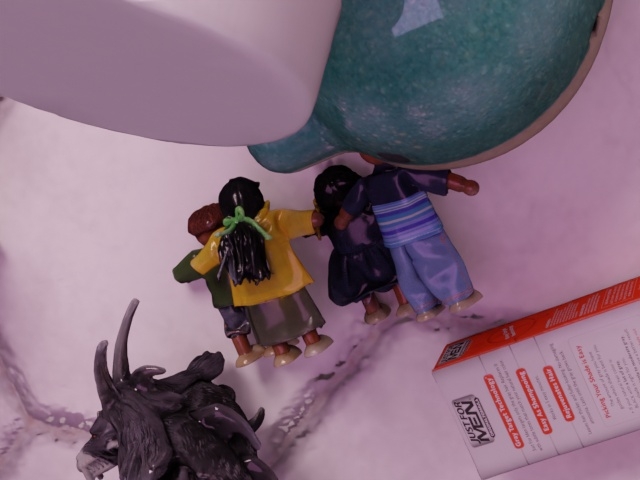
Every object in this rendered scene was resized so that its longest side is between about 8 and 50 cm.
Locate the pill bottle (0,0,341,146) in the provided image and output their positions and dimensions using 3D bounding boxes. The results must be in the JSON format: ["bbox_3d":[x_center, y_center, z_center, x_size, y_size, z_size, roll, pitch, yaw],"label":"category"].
[{"bbox_3d":[-0.046,-0.235,0.686,0.204,0.204,0.361,11,76,12],"label":"pill bottle"}]

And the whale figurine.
[{"bbox_3d":[0.002,-0.140,0.816,0.272,0.141,0.216,20,88,22],"label":"whale figurine"}]

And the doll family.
[{"bbox_3d":[0.000,0.000,0.916,0.193,0.076,0.111,-19,98,16],"label":"doll family"}]

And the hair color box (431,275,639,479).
[{"bbox_3d":[0.139,0.071,0.912,0.141,0.043,0.072,-21,102,20],"label":"hair color box"}]

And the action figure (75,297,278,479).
[{"bbox_3d":[-0.065,0.173,0.947,0.141,0.164,0.275,-32,103,18],"label":"action figure"}]
